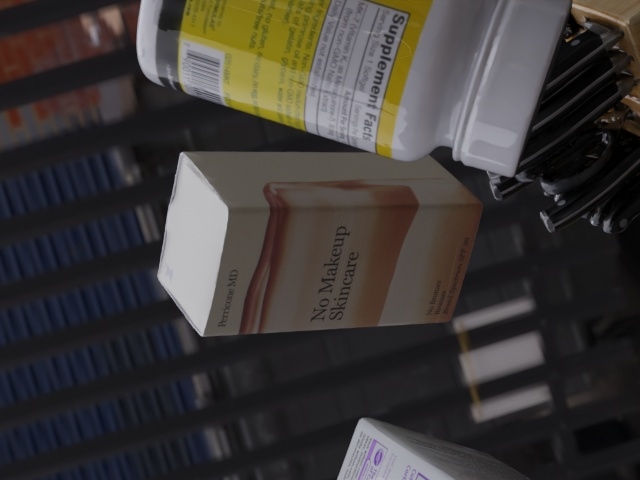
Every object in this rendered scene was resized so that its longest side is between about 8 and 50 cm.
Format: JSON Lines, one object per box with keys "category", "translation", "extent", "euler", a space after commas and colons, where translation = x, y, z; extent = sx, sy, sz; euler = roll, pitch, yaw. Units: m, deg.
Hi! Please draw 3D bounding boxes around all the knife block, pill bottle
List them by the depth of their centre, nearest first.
{"category": "pill bottle", "translation": [0.019, -0.111, 0.788], "extent": [0.119, 0.208, 0.119], "euler": [18, -90, -83]}
{"category": "knife block", "translation": [0.200, -0.137, 0.883], "extent": [0.088, 0.242, 0.276], "euler": [40, 118, 57]}

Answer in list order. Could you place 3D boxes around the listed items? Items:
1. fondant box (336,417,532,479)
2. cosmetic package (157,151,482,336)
{"category": "fondant box", "translation": [0.076, 0.247, 0.729], "extent": [0.238, 0.096, 0.330], "euler": [-70, 20, 1]}
{"category": "cosmetic package", "translation": [0.000, 0.000, 1.524], "extent": [0.129, 0.296, 0.153], "euler": [48, 133, 50]}
